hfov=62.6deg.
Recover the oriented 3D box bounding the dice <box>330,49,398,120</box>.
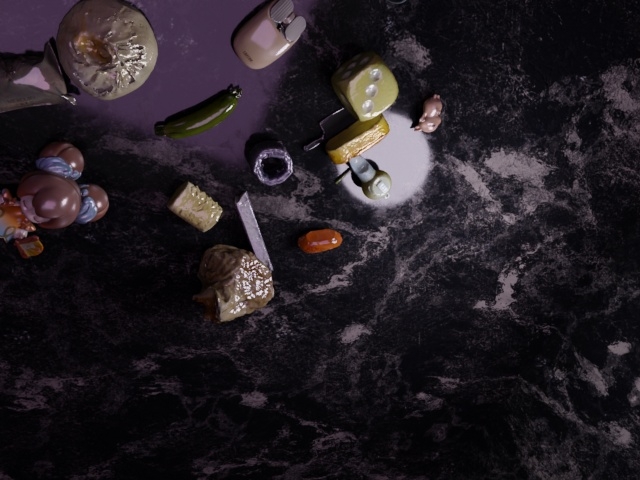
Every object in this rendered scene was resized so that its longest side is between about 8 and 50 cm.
[{"bbox_3d":[0.149,-0.519,1.769,0.169,0.169,0.166,-37,123,3],"label":"dice"}]

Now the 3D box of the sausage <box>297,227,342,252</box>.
[{"bbox_3d":[0.000,0.000,2.056,0.179,0.089,0.089,-12,121,-10],"label":"sausage"}]

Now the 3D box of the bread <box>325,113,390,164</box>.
[{"bbox_3d":[0.137,-0.363,1.893,0.245,0.102,0.094,-34,122,0],"label":"bread"}]

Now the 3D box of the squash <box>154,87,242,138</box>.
[{"bbox_3d":[-0.386,-0.397,1.715,0.318,0.080,0.071,-26,161,-2],"label":"squash"}]

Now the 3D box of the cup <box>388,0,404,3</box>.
[{"bbox_3d":[0.267,-0.863,1.631,0.150,0.199,0.199,-35,125,-19],"label":"cup"}]

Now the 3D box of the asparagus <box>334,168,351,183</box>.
[{"bbox_3d":[0.100,-0.253,1.992,0.114,0.014,0.015,-40,156,6],"label":"asparagus"}]

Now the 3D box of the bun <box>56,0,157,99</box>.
[{"bbox_3d":[-0.610,-0.548,1.509,0.286,0.146,0.288,-9,119,-16],"label":"bun"}]

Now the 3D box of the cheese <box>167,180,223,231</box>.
[{"bbox_3d":[-0.436,-0.116,1.837,0.123,0.094,0.167,-44,122,10],"label":"cheese"}]

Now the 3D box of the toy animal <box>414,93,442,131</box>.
[{"bbox_3d":[0.409,-0.466,1.949,0.083,0.089,0.150,15,117,-3],"label":"toy animal"}]

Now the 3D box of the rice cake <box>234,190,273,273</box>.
[{"bbox_3d":[-0.249,-0.023,1.966,0.056,0.073,0.365,-19,122,-5],"label":"rice cake"}]

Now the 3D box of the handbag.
[{"bbox_3d":[-0.860,-0.457,1.496,0.270,0.117,0.183,-12,113,-11],"label":"handbag"}]

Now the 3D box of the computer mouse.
[{"bbox_3d":[-0.161,-0.644,1.648,0.236,0.082,0.145,-38,122,5],"label":"computer mouse"}]

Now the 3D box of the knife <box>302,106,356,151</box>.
[{"bbox_3d":[0.030,-0.405,1.885,0.245,0.019,0.072,-34,121,-2],"label":"knife"}]

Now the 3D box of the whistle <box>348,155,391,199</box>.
[{"bbox_3d":[0.183,-0.239,1.984,0.123,0.123,0.223,-44,110,8],"label":"whistle"}]

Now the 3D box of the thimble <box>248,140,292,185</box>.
[{"bbox_3d":[-0.176,-0.273,1.837,0.149,0.098,0.150,-8,121,-14],"label":"thimble"}]

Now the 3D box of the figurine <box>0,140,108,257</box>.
[{"bbox_3d":[-0.890,-0.108,1.625,0.387,0.248,0.277,-19,125,3],"label":"figurine"}]

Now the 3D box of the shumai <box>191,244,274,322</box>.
[{"bbox_3d":[-0.316,0.197,1.920,0.313,0.263,0.267,30,122,-20],"label":"shumai"}]
